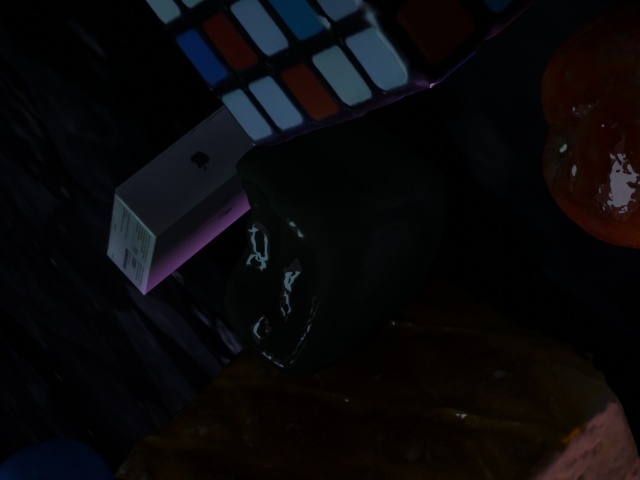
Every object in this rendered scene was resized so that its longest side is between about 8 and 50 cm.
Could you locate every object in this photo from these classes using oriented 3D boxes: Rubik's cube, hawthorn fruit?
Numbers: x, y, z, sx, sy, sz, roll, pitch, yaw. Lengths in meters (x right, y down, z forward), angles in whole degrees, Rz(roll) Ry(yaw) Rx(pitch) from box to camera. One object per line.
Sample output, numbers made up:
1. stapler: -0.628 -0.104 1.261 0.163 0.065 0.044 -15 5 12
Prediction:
1. Rubik's cube: 0.015 -0.171 0.705 0.182 0.187 0.184 54 160 -12
2. hawthorn fruit: 0.156 -0.053 0.729 0.128 0.128 0.128 41 158 21

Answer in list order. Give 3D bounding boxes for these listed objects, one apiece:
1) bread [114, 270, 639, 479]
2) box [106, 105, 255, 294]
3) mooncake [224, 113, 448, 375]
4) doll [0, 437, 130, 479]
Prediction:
1. bread: 0.049 0.189 1.132 0.279 0.279 0.207 29 150 48
2. box: -0.097 -0.035 1.240 0.051 0.129 0.130 47 159 8
3. mooncake: 0.000 0.000 1.058 0.104 0.175 0.168 36 -162 23
4. doll: -0.127 0.271 1.031 0.199 0.145 0.363 -114 7 -48
